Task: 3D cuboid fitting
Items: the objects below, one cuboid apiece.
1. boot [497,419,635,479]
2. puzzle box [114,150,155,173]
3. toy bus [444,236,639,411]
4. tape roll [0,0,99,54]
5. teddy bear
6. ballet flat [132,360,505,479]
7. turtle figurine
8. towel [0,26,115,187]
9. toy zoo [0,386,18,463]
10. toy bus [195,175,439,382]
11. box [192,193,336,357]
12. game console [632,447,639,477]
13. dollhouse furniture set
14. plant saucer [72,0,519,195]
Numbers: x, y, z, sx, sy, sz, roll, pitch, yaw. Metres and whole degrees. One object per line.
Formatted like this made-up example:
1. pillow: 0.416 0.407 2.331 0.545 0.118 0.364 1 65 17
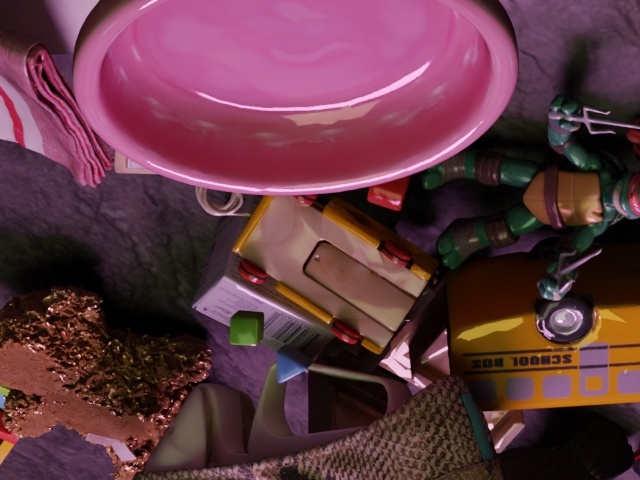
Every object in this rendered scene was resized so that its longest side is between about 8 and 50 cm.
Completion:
1. boot: 0.207 0.276 1.948 0.246 0.083 0.161 -13 156 -41
2. puzzle box: -0.027 -0.169 1.507 0.272 0.052 0.409 1 153 -7
3. toy bus: 0.281 0.074 1.696 0.333 0.108 0.130 -4 121 3
4. tape roll: -0.250 -0.286 1.518 0.286 0.100 0.286 9 140 8
5. teddy bear: -0.227 0.158 2.026 0.338 0.113 0.245 30 137 -24
6. ballet flat: -0.036 0.206 1.773 0.483 0.182 0.164 -15 174 39
7. turtle figurine: 0.207 -0.036 1.637 0.234 0.175 0.118 -2 180 37
8. towel: -0.348 -0.161 1.619 0.329 0.037 0.237 23 163 19
9. toy zoo: -0.435 0.184 2.176 0.192 0.030 0.293 26 139 -12
10. toy bus: 0.007 0.011 1.685 0.191 0.104 0.202 -11 98 12
11. box: -0.038 0.025 1.781 0.126 0.137 0.072 28 141 -15
12. game console: 0.568 0.284 1.952 0.386 0.060 0.342 39 134 -25
13. dollhouse furniture set: 0.094 0.113 1.879 0.212 0.161 0.242 30 116 -17
14. plant saucer: -0.020 -0.145 1.405 0.332 0.084 0.332 -3 153 -1
